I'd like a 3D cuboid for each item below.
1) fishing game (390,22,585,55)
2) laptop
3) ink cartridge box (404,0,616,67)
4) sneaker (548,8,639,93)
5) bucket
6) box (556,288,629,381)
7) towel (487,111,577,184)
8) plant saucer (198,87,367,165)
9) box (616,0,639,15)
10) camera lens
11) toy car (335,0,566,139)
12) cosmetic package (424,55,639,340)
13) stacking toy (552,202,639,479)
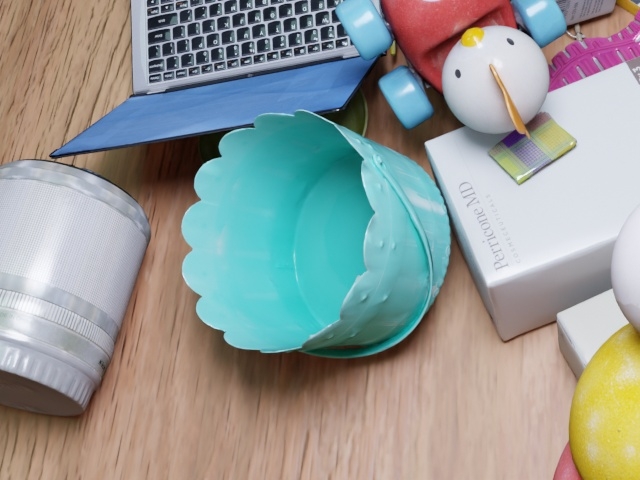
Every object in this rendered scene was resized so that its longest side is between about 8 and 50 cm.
[{"bbox_3d":[0.225,-0.311,1.333,0.264,0.041,0.189,-6,68,6],"label":"fishing game"},{"bbox_3d":[-0.128,-0.299,1.250,0.382,0.236,0.408,-7,79,17],"label":"laptop"},{"bbox_3d":[0.231,-0.350,1.211,0.289,0.211,0.121,-17,69,-1],"label":"ink cartridge box"},{"bbox_3d":[0.387,-0.208,1.196,0.252,0.111,0.103,-30,47,25],"label":"sneaker"},{"bbox_3d":[0.000,0.000,1.084,0.281,0.183,0.281,-6,80,40],"label":"bucket"},{"bbox_3d":[0.403,0.084,1.034,0.275,0.094,0.113,-24,58,2],"label":"box"},{"bbox_3d":[0.234,-0.103,1.053,0.083,0.009,0.060,-36,58,-4],"label":"towel"},{"bbox_3d":[-0.049,-0.149,1.320,0.241,0.037,0.241,-7,61,12],"label":"plant saucer"},{"bbox_3d":[0.443,-0.343,1.297,0.081,0.028,0.136,-39,57,-8],"label":"box"},{"bbox_3d":[-0.344,0.054,1.183,0.219,0.219,0.274,5,63,18],"label":"camera lens"},{"bbox_3d":[0.168,-0.202,1.026,0.219,0.210,0.238,-31,37,8],"label":"toy car"},{"bbox_3d":[0.338,-0.066,1.097,0.385,0.156,0.217,-22,57,2],"label":"cosmetic package"},{"bbox_3d":[0.309,0.172,0.747,0.350,0.480,0.350,-11,30,6],"label":"stacking toy"}]
